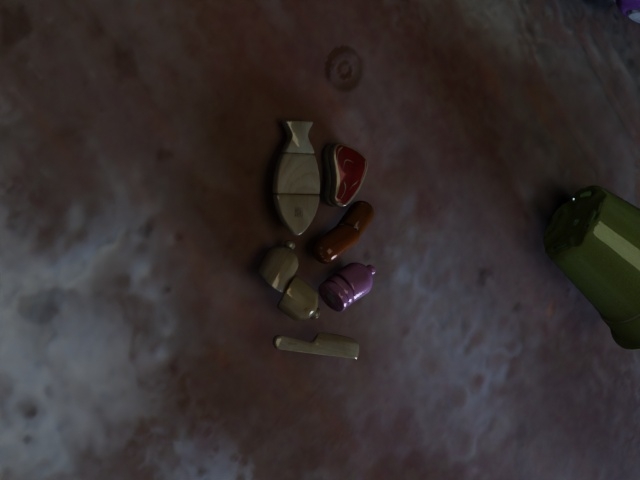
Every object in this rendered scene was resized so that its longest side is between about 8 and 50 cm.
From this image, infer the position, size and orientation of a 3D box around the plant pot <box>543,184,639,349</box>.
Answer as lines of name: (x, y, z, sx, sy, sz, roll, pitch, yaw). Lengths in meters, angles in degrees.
plant pot: (0.177, 0.009, 0.995, 0.079, 0.083, 0.083, 37, 76, -20)

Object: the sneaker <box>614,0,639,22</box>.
sneaker: (0.187, -0.205, 0.937, 0.305, 0.114, 0.152, 17, 89, -35)

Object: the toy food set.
toy food set: (0.000, 0.000, 0.903, 0.078, 0.019, 0.122, 10, 84, -36)
